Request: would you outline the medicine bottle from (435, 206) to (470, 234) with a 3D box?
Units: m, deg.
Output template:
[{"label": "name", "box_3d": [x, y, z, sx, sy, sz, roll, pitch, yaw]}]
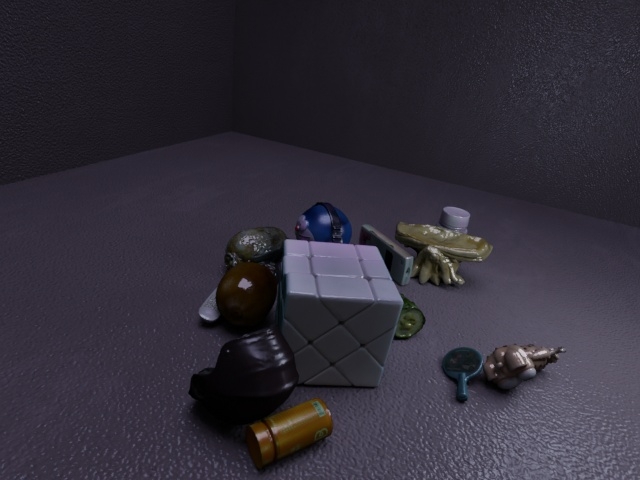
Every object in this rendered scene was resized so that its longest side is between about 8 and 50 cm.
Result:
[{"label": "medicine bottle", "box_3d": [0.613, -0.021, 1.923, 0.151, 0.255, 0.152, 7, 27, -4]}]

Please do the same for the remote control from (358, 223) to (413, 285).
[{"label": "remote control", "box_3d": [0.281, 0.054, 1.805, 0.050, 0.145, 0.344, -11, 33, -26]}]

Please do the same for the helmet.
[{"label": "helmet", "box_3d": [-0.173, 0.353, 0.997, 0.177, 0.305, 0.224, 50, 30, 19]}]

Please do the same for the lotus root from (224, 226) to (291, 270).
[{"label": "lotus root", "box_3d": [-0.254, 0.022, 1.690, 0.174, 0.175, 0.349, 26, 28, 32]}]

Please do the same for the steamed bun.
[{"label": "steamed bun", "box_3d": [0.513, 0.071, 1.780, 0.427, 0.190, 0.247, 13, 29, 22]}]

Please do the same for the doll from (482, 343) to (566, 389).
[{"label": "doll", "box_3d": [0.636, 0.378, 1.261, 0.277, 0.154, 0.119, -3, 55, -26]}]

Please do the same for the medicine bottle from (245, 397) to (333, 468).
[{"label": "medicine bottle", "box_3d": [-0.072, 0.451, 0.961, 0.191, 0.097, 0.096, -9, 31, -32]}]

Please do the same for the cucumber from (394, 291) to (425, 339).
[{"label": "cucumber", "box_3d": [0.265, 0.237, 1.466, 0.134, 0.135, 0.244, 0, 24, -17]}]

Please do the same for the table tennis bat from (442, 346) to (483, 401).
[{"label": "table tennis bat", "box_3d": [0.436, 0.405, 1.242, 0.124, 0.033, 0.201, -12, 26, 26]}]

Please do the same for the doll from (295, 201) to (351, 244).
[{"label": "doll", "box_3d": [0.000, 0.000, 1.647, 0.239, 0.310, 0.284, -2, 28, -23]}]

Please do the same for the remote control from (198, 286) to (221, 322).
[{"label": "remote control", "box_3d": [-0.358, 0.222, 1.403, 0.073, 0.044, 0.229, 20, 19, -1]}]

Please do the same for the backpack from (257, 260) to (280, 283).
[{"label": "backpack", "box_3d": [-0.214, 0.134, 1.543, 0.119, 0.106, 0.165, 4, 29, -1]}]

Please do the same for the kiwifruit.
[{"label": "kiwifruit", "box_3d": [-0.246, 0.181, 1.348, 0.195, 0.196, 0.234, 8, 29, 1]}]

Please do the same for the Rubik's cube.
[{"label": "Rubik's cube", "box_3d": [0.029, 0.211, 1.222, 0.317, 0.322, 0.316, 5, 25, -9]}]
